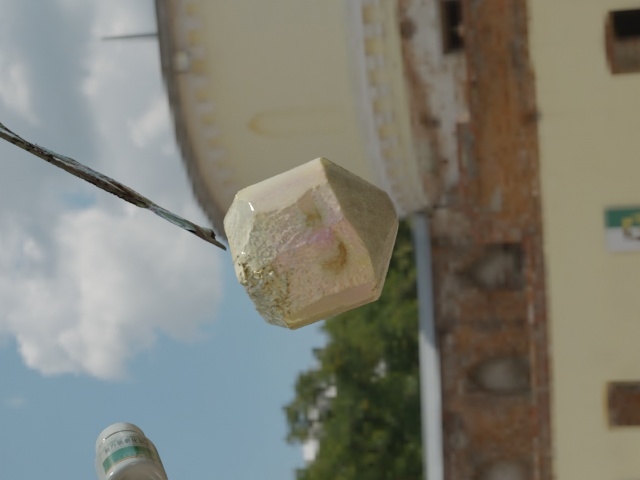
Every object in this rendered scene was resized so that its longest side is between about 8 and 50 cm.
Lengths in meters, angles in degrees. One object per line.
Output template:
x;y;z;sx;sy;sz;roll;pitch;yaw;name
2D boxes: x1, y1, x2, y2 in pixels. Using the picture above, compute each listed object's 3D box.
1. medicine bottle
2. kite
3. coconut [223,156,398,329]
-0.231;0.276;1.777;0.130;0.080;0.080;-130;30;-65;medicine bottle
-0.161;-0.051;0.902;0.013;0.267;0.323;-63;-27;-2;kite
0.000;0.000;1.088;0.116;0.122;0.116;63;-171;-18;coconut
